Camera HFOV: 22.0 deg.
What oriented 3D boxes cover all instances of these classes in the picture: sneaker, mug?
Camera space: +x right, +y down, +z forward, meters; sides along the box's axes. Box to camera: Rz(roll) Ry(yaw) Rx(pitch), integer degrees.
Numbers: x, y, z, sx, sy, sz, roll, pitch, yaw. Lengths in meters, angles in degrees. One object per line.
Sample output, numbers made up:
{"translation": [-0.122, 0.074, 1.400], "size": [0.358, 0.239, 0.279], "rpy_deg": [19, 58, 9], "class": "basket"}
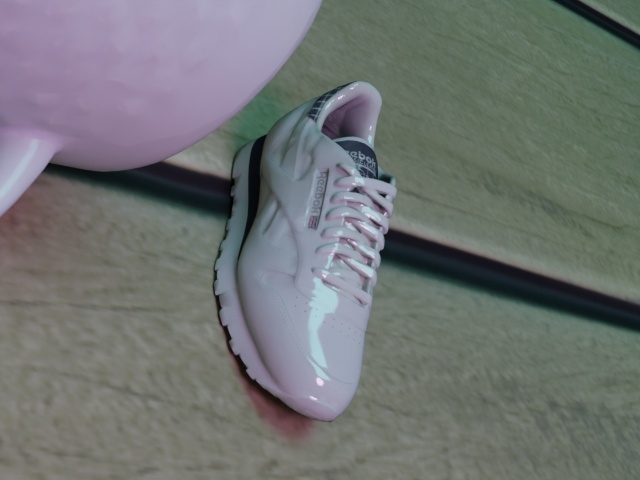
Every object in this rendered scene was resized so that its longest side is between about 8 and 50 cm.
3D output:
{"translation": [0.000, 0.000, 0.975], "size": [0.090, 0.095, 0.235], "rpy_deg": [35, 34, -36], "class": "sneaker"}
{"translation": [-0.176, -0.157, 0.735], "size": [0.328, 0.276, 0.374], "rpy_deg": [45, 58, -33], "class": "mug"}
